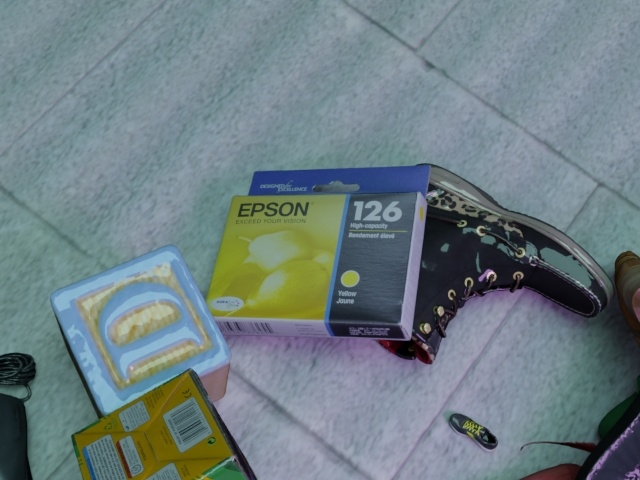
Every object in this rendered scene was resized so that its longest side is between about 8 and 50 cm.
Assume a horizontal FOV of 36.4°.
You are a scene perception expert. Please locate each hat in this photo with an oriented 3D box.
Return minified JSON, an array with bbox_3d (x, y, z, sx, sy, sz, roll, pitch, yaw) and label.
[{"bbox_3d":[0.444,0.313,1.487,0.208,0.184,0.173,54,25,-12],"label":"hat"}]

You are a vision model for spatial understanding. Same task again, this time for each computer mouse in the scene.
[{"bbox_3d":[-0.472,0.289,1.341,0.189,0.072,0.272,-12,69,-14],"label":"computer mouse"}]

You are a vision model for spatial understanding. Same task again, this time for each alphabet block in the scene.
[{"bbox_3d":[-0.249,0.151,1.367,0.192,0.197,0.193,-22,72,-17],"label":"alphabet block"}]

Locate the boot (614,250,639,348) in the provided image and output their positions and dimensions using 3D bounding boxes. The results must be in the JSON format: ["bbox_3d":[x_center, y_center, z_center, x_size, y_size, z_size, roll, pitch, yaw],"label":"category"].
[{"bbox_3d":[0.526,0.155,1.500,0.109,0.220,0.283,-29,97,13],"label":"boot"}]

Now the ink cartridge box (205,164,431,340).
[{"bbox_3d":[0.000,0.000,1.465,0.304,0.072,0.307,-1,60,18],"label":"ink cartridge box"}]

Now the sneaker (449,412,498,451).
[{"bbox_3d":[0.234,0.285,1.466,0.083,0.035,0.031,32,65,6],"label":"sneaker"}]

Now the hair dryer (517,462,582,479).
[{"bbox_3d":[0.364,0.417,1.374,0.294,0.080,0.223,23,42,5],"label":"hair dryer"}]

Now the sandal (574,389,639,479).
[{"bbox_3d":[0.516,0.223,1.325,0.168,0.107,0.445,32,86,-7],"label":"sandal"}]

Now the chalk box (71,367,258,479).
[{"bbox_3d":[-0.163,0.346,1.251,0.179,0.289,0.180,-29,40,-9],"label":"chalk box"}]

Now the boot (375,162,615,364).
[{"bbox_3d":[0.230,0.074,1.502,0.377,0.138,0.284,34,65,11],"label":"boot"}]
